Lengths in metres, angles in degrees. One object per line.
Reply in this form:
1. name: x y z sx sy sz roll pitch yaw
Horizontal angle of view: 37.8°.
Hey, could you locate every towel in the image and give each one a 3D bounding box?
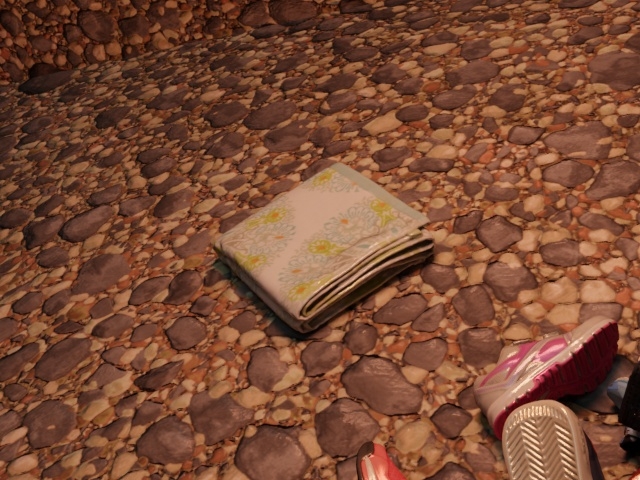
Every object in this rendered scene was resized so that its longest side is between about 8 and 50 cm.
1. towel: 0.000 0.000 1.786 0.320 0.090 0.374 -30 35 -17

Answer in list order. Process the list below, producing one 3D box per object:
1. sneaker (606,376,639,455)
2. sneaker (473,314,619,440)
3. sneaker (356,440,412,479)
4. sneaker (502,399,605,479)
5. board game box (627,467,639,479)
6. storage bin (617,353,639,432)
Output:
1. sneaker: 0.425 0.245 1.246 0.073 0.063 0.162 -26 34 -3
2. sneaker: 0.322 0.179 1.356 0.252 0.103 0.111 -30 37 -16
3. sneaker: 0.139 0.380 1.186 0.136 0.116 0.314 -15 40 -10
4. sneaker: 0.292 0.372 1.095 0.131 0.148 0.350 -11 57 30
5. board game box: 0.454 0.270 1.122 0.281 0.145 0.027 -35 37 -22
6. storage bin: 0.460 0.162 1.190 0.084 0.122 0.180 26 48 28
